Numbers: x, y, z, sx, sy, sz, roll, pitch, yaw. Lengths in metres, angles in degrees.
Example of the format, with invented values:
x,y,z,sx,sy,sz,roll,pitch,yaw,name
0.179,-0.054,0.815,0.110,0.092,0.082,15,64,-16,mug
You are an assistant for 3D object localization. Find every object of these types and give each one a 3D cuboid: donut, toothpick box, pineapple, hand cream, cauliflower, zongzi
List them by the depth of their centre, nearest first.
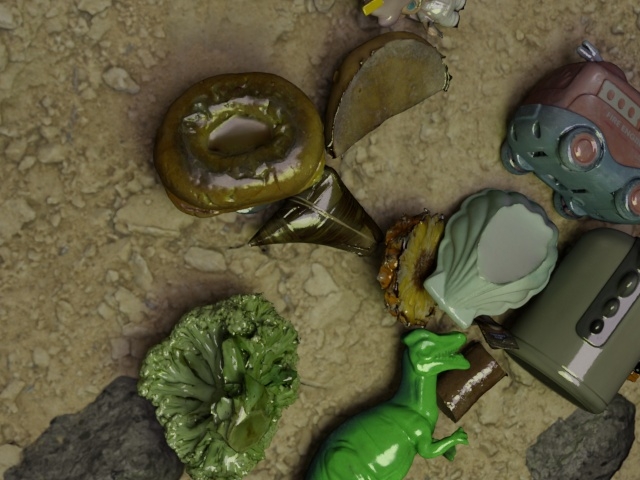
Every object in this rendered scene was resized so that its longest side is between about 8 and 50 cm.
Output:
x,y,z,sx,sy,sz,roll,pitch,yaw,name
-0.124,-0.151,1.667,0.261,0.128,0.208,-19,85,-7,donut
-0.132,0.231,1.696,0.272,0.250,0.275,-37,113,-6,cauliflower
0.000,0.000,1.776,0.184,0.084,0.187,-47,116,-11,zongzi
0.159,0.046,1.820,0.221,0.047,0.221,-18,112,-53,pineapple
0.275,0.143,1.856,0.062,0.163,0.039,15,100,-20,hand cream
0.478,0.115,1.883,0.229,0.229,0.316,38,87,-20,toothpick box

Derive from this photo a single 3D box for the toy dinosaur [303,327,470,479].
x,y,z,sx,sy,sz,roll,pitch,yaw,name
0.006,0.339,1.828,0.500,0.144,0.374,-2,85,0,toy dinosaur

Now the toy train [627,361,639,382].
x,y,z,sx,sy,sz,roll,pitch,yaw,name
0.589,0.164,1.981,0.089,0.127,0.219,39,86,-20,toy train

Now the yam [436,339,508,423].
x,y,z,sx,sy,sz,roll,pitch,yaw,name
0.253,0.243,1.912,0.127,0.084,0.084,-41,109,-8,yam

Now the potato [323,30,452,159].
x,y,z,sx,sy,sz,roll,pitch,yaw,name
0.075,-0.249,1.736,0.243,0.098,0.138,-34,128,-17,potato

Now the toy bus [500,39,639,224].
x,y,z,sx,sy,sz,roll,pitch,yaw,name
0.468,-0.171,1.853,0.294,0.197,0.231,36,77,-19,toy bus

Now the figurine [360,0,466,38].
x,y,z,sx,sy,sz,roll,pitch,yaw,name
0.134,-0.396,1.743,0.229,0.112,0.137,14,104,-33,figurine

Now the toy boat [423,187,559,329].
x,y,z,sx,sy,sz,roll,pitch,yaw,name
0.298,0.016,1.821,0.199,0.100,0.290,46,63,1,toy boat

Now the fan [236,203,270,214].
x,y,z,sx,sy,sz,roll,pitch,yaw,name
-0.087,-0.091,1.778,0.175,0.005,0.113,13,97,-20,fan
